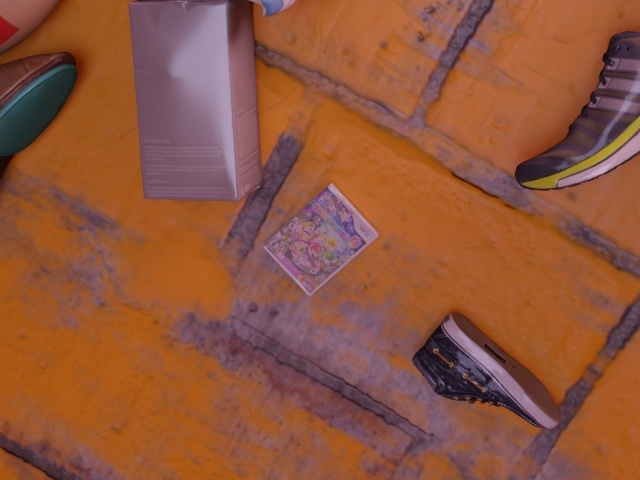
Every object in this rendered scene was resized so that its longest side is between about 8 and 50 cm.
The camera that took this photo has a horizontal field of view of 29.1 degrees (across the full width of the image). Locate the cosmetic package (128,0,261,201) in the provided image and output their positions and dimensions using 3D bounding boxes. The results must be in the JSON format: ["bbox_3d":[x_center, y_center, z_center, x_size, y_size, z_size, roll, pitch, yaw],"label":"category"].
[{"bbox_3d":[-0.145,-0.170,1.450,0.127,0.107,0.238,4,104,14],"label":"cosmetic package"}]

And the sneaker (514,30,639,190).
[{"bbox_3d":[0.332,-0.158,1.338,0.300,0.111,0.121,-35,85,16],"label":"sneaker"}]

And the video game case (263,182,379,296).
[{"bbox_3d":[0.000,0.000,1.510,0.122,0.011,0.087,-42,92,21],"label":"video game case"}]

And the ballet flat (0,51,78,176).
[{"bbox_3d":[-0.432,-0.129,1.546,0.124,0.116,0.342,46,117,18],"label":"ballet flat"}]

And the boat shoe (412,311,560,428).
[{"bbox_3d":[0.199,0.175,1.487,0.183,0.065,0.083,43,113,6],"label":"boat shoe"}]

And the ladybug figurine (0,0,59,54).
[{"bbox_3d":[-0.506,-0.338,1.459,0.449,0.162,0.305,-14,103,18],"label":"ladybug figurine"}]

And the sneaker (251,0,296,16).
[{"bbox_3d":[-0.120,-0.326,1.376,0.237,0.086,0.085,32,148,23],"label":"sneaker"}]
